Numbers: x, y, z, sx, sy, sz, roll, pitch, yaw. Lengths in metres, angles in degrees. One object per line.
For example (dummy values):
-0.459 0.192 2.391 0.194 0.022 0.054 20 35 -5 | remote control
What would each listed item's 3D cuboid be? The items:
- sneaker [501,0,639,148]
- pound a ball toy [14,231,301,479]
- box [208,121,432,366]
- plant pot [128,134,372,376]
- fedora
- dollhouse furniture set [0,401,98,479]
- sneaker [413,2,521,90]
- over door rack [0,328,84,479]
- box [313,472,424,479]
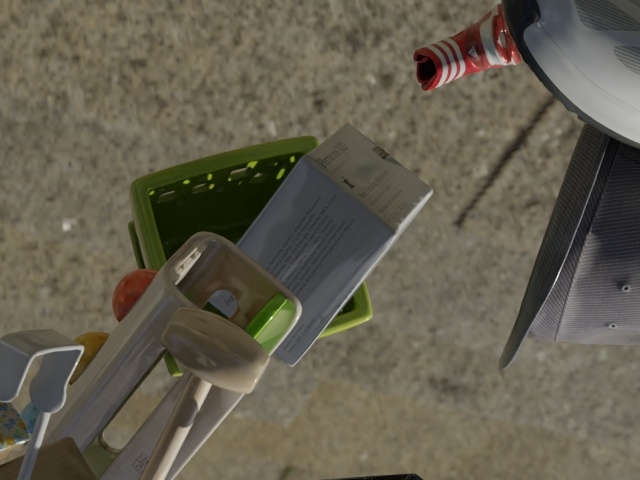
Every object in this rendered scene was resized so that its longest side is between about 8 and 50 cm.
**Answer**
0.375 -0.161 1.171 0.447 0.169 0.257 23 149 -20 | sneaker
-0.150 0.124 1.209 0.135 0.208 0.319 39 117 0 | pound a ball toy
0.000 0.000 1.526 0.119 0.181 0.182 38 112 2 | box
-0.096 0.030 1.763 0.228 0.227 0.207 -15 172 -17 | plant pot
0.258 0.007 1.340 0.124 0.244 0.275 21 133 10 | fedora
-0.230 0.186 0.975 0.242 0.212 0.161 -20 161 -44 | dollhouse furniture set
0.185 -0.251 1.994 0.128 0.221 0.087 -15 92 14 | sneaker
-0.077 0.221 0.823 0.239 0.108 0.324 26 118 16 | over door rack
-0.029 0.258 0.987 0.056 0.231 0.183 46 150 -18 | box
